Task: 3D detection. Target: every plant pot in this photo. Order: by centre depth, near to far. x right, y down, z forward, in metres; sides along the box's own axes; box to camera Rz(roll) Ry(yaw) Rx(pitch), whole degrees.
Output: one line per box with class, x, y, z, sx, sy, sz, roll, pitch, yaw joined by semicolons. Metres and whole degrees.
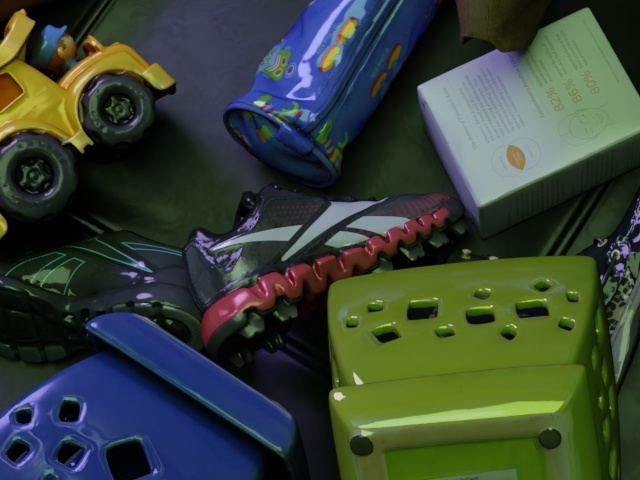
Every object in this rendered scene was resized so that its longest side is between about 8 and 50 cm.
plant pot;0.121;0.160;1.541;0.228;0.207;0.227;-6;113;9
plant pot;-0.137;0.206;1.599;0.236;0.236;0.212;32;72;17

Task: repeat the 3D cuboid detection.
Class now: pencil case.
pencil case;0.037;-0.197;1.763;0.119;0.133;0.306;34;78;-8

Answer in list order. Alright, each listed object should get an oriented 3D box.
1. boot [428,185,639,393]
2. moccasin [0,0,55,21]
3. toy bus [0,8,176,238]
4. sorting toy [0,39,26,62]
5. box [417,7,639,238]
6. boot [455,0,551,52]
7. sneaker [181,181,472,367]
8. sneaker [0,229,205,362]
boot;0.200;0.023;1.687;0.179;0.085;0.236;17;82;11
moccasin;-0.300;-0.293;1.811;0.380;0.147;0.139;-27;65;-16
toy bus;-0.268;-0.128;1.733;0.220;0.149;0.211;-42;94;-12
sorting toy;-0.393;-0.107;1.822;0.274;0.046;0.132;-19;70;-12
box;0.189;-0.103;1.732;0.170;0.091;0.130;-25;70;-2
boot;0.177;-0.248;1.723;0.112;0.305;0.115;10;114;20
sneaker;0.000;0.000;1.684;0.276;0.097;0.135;-22;68;-25
sneaker;-0.211;0.047;1.745;0.267;0.101;0.106;5;44;15
